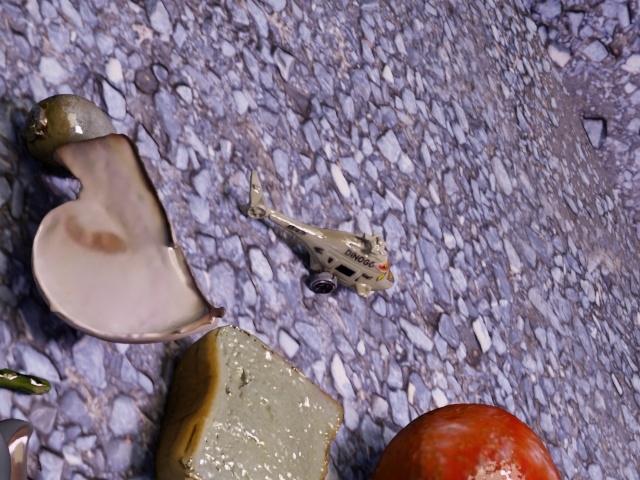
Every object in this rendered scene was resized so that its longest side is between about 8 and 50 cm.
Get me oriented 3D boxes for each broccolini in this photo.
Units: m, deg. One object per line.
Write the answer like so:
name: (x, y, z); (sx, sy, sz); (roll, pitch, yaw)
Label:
broccolini: (-0.340, 0.119, 1.369); (0.254, 0.057, 0.071); (15, 91, -51)

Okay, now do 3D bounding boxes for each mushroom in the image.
mushroom: (-0.229, 0.024, 1.572); (0.236, 0.162, 0.173); (64, -15, 9)

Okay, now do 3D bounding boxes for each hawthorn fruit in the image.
hawthorn fruit: (0.188, 0.347, 1.890); (0.284, 0.284, 0.284); (38, 39, -40)

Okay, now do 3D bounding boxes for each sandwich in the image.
sandwich: (-0.075, 0.234, 1.662); (0.226, 0.087, 0.251); (37, 36, -23)

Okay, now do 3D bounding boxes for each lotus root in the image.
lotus root: (-0.266, -0.110, 1.635); (0.165, 0.088, 0.088); (27, 47, -63)

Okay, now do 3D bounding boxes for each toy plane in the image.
toy plane: (0.000, 0.000, 1.982); (0.286, 0.108, 0.092); (28, 47, -31)

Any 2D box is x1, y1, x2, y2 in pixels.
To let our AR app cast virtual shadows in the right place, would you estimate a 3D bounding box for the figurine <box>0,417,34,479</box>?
figurine: (-0.303, 0.254, 1.250); (0.193, 0.140, 0.265); (3, 78, -33)
